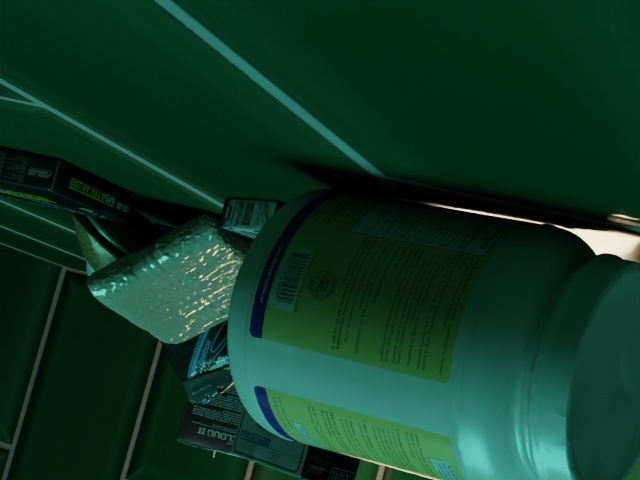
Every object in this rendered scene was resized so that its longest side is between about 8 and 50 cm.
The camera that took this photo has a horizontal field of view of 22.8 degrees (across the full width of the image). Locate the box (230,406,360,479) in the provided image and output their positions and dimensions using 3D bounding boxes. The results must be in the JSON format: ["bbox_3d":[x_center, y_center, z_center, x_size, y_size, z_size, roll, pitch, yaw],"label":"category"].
[{"bbox_3d":[0.000,0.154,2.009,0.087,0.290,0.169,21,174,-34],"label":"box"}]

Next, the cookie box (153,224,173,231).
[{"bbox_3d":[-0.213,0.010,2.376,0.091,0.040,0.107,15,175,-6],"label":"cookie box"}]

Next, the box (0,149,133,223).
[{"bbox_3d":[-0.356,-0.073,1.961,0.190,0.045,0.184,12,175,23],"label":"box"}]

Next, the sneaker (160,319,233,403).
[{"bbox_3d":[-0.099,0.118,2.322,0.340,0.140,0.125,-31,-176,27],"label":"sneaker"}]

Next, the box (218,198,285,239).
[{"bbox_3d":[0.000,0.000,1.796,0.207,0.036,0.114,19,173,-34],"label":"box"}]

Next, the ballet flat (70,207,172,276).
[{"bbox_3d":[-0.243,0.031,2.196,0.124,0.116,0.342,-39,149,25],"label":"ballet flat"}]

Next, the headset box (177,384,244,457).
[{"bbox_3d":[-0.140,0.200,2.549,0.110,0.293,0.218,15,-173,0],"label":"headset box"}]

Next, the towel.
[{"bbox_3d":[-0.175,0.053,2.108,0.187,0.049,0.282,-29,156,6],"label":"towel"}]

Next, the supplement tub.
[{"bbox_3d":[0.112,0.091,1.398,0.331,0.241,0.241,11,173,33],"label":"supplement tub"}]
